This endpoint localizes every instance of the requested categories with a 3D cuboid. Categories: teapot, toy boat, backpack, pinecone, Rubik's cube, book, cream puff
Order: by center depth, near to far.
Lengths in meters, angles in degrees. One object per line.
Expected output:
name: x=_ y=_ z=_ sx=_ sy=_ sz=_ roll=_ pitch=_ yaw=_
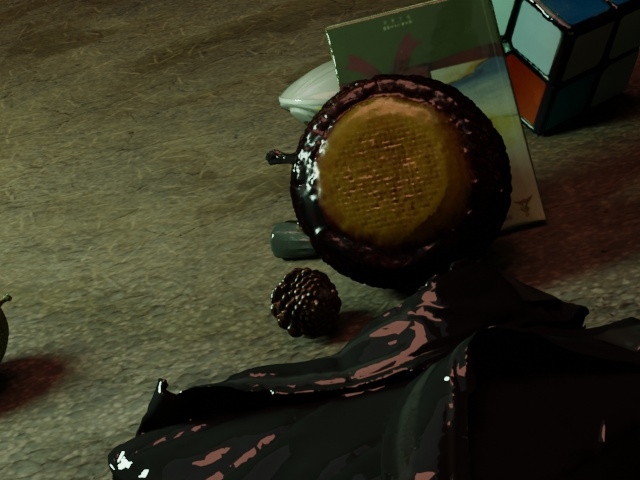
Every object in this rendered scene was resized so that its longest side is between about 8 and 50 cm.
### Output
backpack: x=0.076 y=0.172 z=1.345 sx=0.363 sy=0.254 sz=0.446 roll=18 pitch=35 yaw=42
pinecone: x=-0.018 y=0.066 z=1.873 sx=0.077 sy=0.077 sz=0.083 roll=-22 pitch=0 yaw=-19
cream puff: x=0.087 y=-0.059 z=1.927 sx=0.239 sy=0.239 sz=0.165 roll=-12 pitch=-11 yaw=5
book: x=0.128 y=-0.135 z=2.044 sx=0.201 sy=0.289 sz=0.026 roll=-14 pitch=-15 yaw=1
teapot: x=0.000 y=0.000 z=2.057 sx=0.111 sy=0.042 sz=0.043 roll=0 pitch=26 yaw=26
Rubik's cube: x=0.293 y=-0.270 z=2.270 sx=0.167 sy=0.180 sz=0.183 roll=-25 pitch=58 yaw=-32
toy boat: x=0.066 y=-0.180 z=2.323 sx=0.269 sy=0.140 sz=0.141 roll=-30 pitch=27 yaw=-36

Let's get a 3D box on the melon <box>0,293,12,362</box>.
melon: x=-0.410 y=0.106 z=1.915 sx=0.192 sy=0.139 sz=0.139 roll=-32 pitch=28 yaw=-28

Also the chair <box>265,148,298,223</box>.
chair: x=0.066 y=-0.072 z=2.102 sx=0.229 sy=0.106 sz=0.113 roll=3 pitch=27 yaw=38
